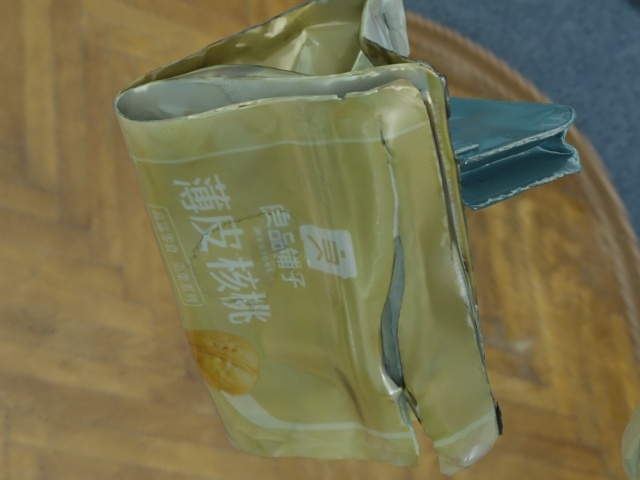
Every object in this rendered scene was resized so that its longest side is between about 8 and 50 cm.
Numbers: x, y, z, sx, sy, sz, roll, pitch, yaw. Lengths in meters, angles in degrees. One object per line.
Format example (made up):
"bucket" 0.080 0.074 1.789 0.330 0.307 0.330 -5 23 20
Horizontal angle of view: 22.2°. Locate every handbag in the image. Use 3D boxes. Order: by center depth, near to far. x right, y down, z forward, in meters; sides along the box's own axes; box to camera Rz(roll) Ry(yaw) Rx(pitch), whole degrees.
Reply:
"handbag" 0.106 -0.079 1.476 0.179 0.229 0.062 -21 110 -36

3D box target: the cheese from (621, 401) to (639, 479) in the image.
"cheese" 0.359 0.127 1.430 0.248 0.173 0.251 -15 67 -26

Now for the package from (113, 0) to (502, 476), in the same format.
"package" 0.020 0.014 1.095 0.221 0.311 0.165 -26 39 -17
